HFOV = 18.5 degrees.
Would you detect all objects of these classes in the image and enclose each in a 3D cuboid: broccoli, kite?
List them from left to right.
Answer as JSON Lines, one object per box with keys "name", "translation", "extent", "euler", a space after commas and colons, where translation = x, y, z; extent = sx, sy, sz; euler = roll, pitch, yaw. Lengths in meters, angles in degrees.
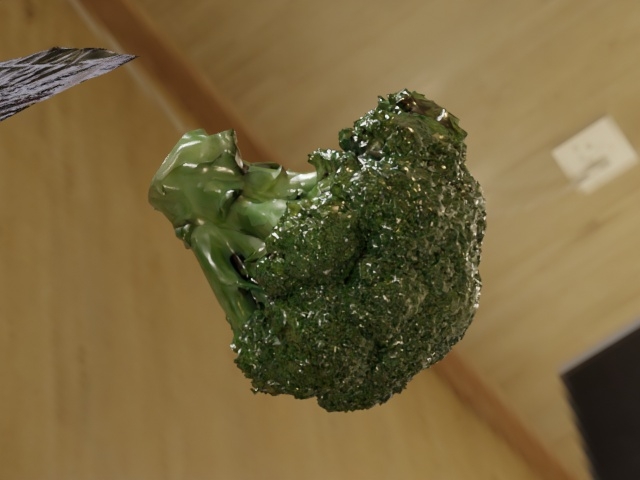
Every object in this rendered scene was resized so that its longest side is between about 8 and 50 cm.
{"name": "kite", "translation": [-0.230, -0.038, 0.971], "extent": [0.152, 0.285, 0.015], "euler": [-14, 79, -65]}
{"name": "broccoli", "translation": [0.000, 0.000, 1.527], "extent": [0.270, 0.270, 0.270], "euler": [26, 12, 12]}
